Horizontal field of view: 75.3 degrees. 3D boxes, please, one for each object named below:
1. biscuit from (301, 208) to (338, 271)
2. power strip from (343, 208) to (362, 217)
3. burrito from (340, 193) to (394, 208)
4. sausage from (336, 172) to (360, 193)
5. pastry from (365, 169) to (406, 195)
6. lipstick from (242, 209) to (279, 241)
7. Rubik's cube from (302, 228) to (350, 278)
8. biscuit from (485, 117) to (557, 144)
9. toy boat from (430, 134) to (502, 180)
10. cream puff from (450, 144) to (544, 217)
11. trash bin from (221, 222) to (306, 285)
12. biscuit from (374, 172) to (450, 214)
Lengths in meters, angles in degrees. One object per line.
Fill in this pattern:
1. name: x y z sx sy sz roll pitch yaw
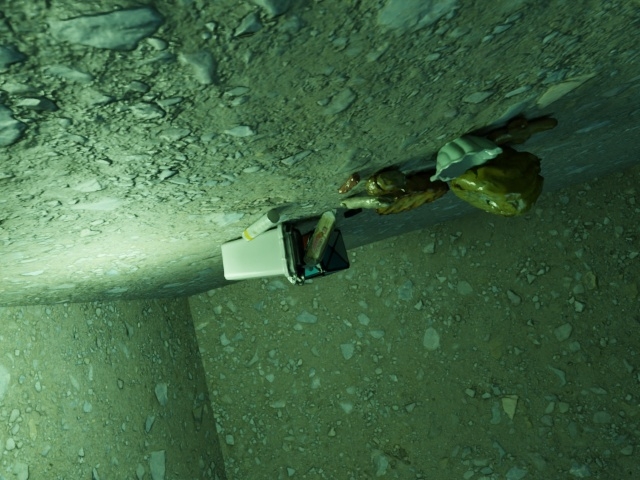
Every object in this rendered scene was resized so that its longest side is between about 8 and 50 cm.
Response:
1. biscuit: 0.001 0.001 1.976 0.079 0.309 0.186 22 175 10
2. power strip: 0.158 -0.138 2.024 0.037 0.029 0.111 -10 172 -34
3. burrito: 0.183 -0.158 1.685 0.082 0.059 0.275 -7 -174 -33
4. sausage: 0.103 -0.203 1.502 0.036 0.042 0.158 -60 -170 -21
5. pastry: 0.237 -0.211 1.527 0.153 0.081 0.153 -7 -178 0
6. lipstick: -0.250 -0.058 1.718 0.059 0.059 0.264 -9 169 -36
7. Rubik's cube: -0.011 0.083 2.411 0.248 0.247 0.250 -7 168 -46
8. biscuit: 0.672 -0.368 1.402 0.207 0.047 0.164 -10 169 -31
9. toy boat: 0.479 -0.285 1.416 0.199 0.100 0.290 -12 170 -19
10. cream puff: 0.681 -0.252 1.594 0.291 0.257 0.324 35 176 -42
11. trash bin: -0.264 0.096 1.982 0.367 0.296 0.256 -11 173 9
12. biscuit: 0.378 -0.200 1.774 0.325 0.107 0.326 -16 168 -3
